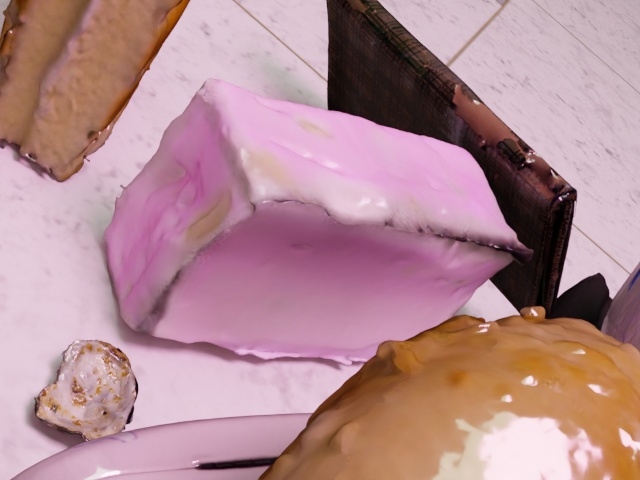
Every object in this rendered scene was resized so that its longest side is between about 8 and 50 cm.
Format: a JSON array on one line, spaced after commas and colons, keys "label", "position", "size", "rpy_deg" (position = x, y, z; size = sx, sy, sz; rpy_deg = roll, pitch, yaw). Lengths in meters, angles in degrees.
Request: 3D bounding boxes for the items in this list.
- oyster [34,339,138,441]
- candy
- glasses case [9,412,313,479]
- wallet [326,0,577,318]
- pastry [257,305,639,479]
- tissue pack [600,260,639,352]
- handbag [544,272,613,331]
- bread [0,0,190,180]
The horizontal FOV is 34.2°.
[{"label": "oyster", "position": [-0.131, 0.087, 0.601], "size": [0.054, 0.019, 0.083], "rpy_deg": [34, 34, -9]}, {"label": "candy", "position": [0.000, 0.000, 0.720], "size": [0.265, 0.155, 0.115], "rpy_deg": [8, 46, -41]}, {"label": "glasses case", "position": [-0.037, 0.142, 0.545], "size": [0.297, 0.113, 0.075], "rpy_deg": [6, 48, -44]}, {"label": "wallet", "position": [0.100, -0.083, 0.885], "size": [0.044, 0.169, 0.317], "rpy_deg": [-27, 53, -18]}, {"label": "pastry", "position": [0.080, 0.179, 0.456], "size": [0.184, 0.284, 0.316], "rpy_deg": [32, 23, 36]}, {"label": "tissue pack", "position": [0.367, 0.138, 0.718], "size": [0.338, 0.160, 0.242], "rpy_deg": [24, 39, 5]}, {"label": "handbag", "position": [0.245, 0.164, 0.862], "size": [0.223, 0.080, 0.247], "rpy_deg": [50, 36, 0]}, {"label": "bread", "position": [-0.142, -0.196, 0.737], "size": [0.111, 0.239, 0.246], "rpy_deg": [25, 33, -14]}]
